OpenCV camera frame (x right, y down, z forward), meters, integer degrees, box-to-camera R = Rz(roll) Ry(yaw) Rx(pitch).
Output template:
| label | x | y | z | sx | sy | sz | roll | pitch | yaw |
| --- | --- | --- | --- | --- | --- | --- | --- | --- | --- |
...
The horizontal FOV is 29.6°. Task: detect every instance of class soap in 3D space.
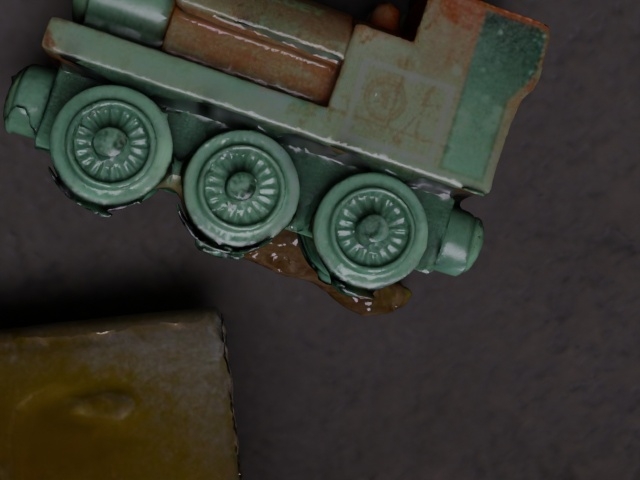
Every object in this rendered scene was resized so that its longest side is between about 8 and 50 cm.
| label | x | y | z | sx | sy | sz | roll | pitch | yaw |
| --- | --- | --- | --- | --- | --- | --- | --- | --- | --- |
| soap | -0.155 | 0.120 | 0.457 | 0.258 | 0.160 | 0.080 | -7 | 151 | -6 |

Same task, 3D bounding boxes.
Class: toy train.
| label | x | y | z | sx | sy | sz | roll | pitch | yaw |
| --- | --- | --- | --- | --- | --- | --- | --- | --- | --- |
| toy train | -0.018 | -0.050 | 0.434 | 0.176 | 0.074 | 0.118 | 19 | 87 | -4 |

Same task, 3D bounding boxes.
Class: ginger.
| label | x | y | z | sx | sy | sz | roll | pitch | yaw |
| --- | --- | --- | --- | --- | --- | --- | --- | --- | --- |
| ginger | 0.001 | 0.000 | 0.491 | 0.097 | 0.030 | 0.048 | 26 | 110 | -18 |
